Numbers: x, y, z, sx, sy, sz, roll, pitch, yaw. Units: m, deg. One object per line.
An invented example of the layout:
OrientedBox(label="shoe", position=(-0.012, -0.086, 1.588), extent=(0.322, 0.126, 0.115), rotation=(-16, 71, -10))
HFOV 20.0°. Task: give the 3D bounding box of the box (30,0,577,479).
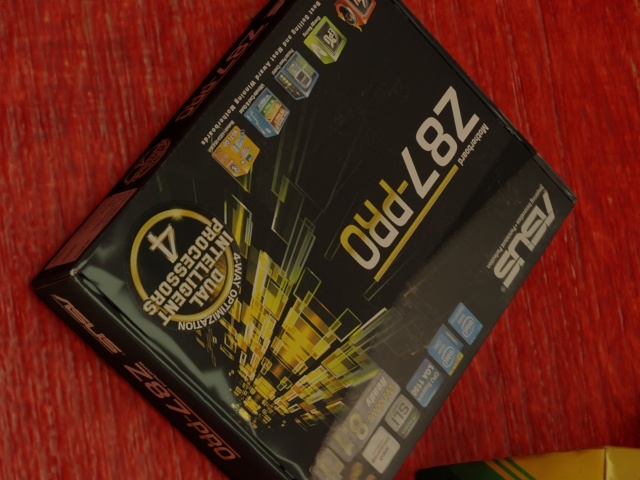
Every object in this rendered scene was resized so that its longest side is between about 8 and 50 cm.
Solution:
OrientedBox(label="box", position=(0.000, 0.000, 1.504), extent=(0.318, 0.097, 0.395), rotation=(47, 61, -17))

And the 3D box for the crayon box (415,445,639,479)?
OrientedBox(label="crayon box", position=(0.244, 0.219, 1.471), extent=(0.202, 0.318, 0.081), rotation=(9, 76, -29))
